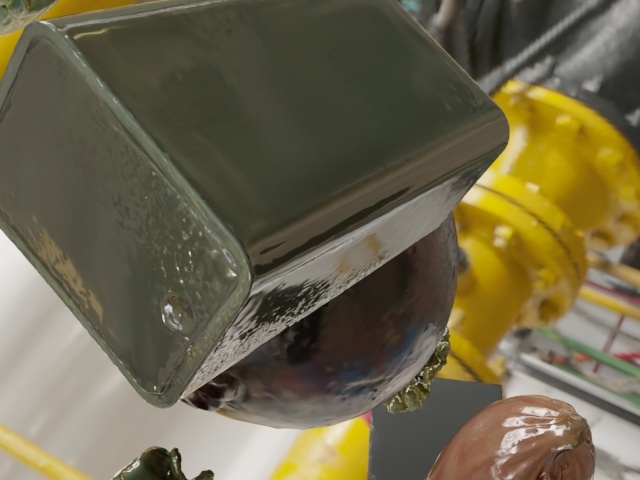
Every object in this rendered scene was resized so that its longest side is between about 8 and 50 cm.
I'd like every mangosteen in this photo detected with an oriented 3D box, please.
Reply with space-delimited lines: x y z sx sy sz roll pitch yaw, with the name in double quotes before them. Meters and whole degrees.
"mangosteen" -0.028 0.000 0.958 0.311 0.311 0.311 -46 -31 -38

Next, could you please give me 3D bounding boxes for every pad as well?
"pad" 0.138 0.264 1.476 0.006 0.170 0.245 99 177 -49

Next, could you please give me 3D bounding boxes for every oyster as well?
"oyster" 0.070 0.098 1.163 0.045 0.122 0.146 46 -150 -46

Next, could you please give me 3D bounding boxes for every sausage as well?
"sausage" 0.052 0.221 0.648 0.088 0.088 0.433 -39 -24 -46

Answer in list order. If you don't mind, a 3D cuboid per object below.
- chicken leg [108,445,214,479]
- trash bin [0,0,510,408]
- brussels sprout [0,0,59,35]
"chicken leg" -0.180 0.275 1.033 0.201 0.153 0.429 -62 4 -35
"trash bin" -0.029 -0.044 0.648 0.240 0.164 0.122 -26 -20 -46
"brussels sprout" -0.406 -0.368 1.437 0.294 0.227 0.259 -82 -13 -64
